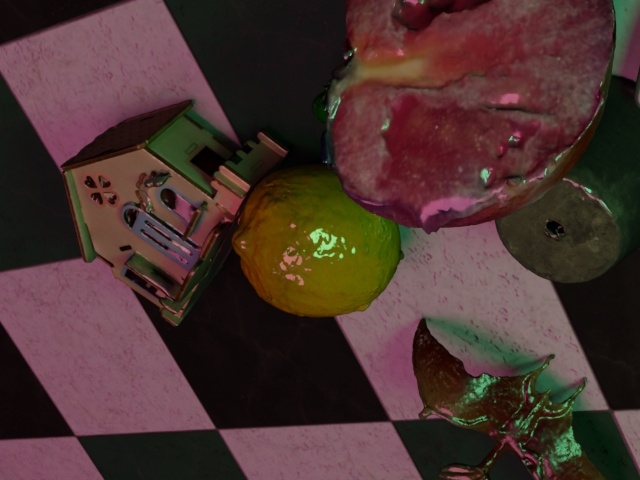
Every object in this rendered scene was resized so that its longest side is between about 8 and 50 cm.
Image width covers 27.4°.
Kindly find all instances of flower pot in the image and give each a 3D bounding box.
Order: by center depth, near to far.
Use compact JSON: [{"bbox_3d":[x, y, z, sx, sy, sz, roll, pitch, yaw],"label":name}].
[{"bbox_3d":[0.280,-0.049,1.435,0.235,0.148,0.235,19,132,22],"label":"flower pot"}]

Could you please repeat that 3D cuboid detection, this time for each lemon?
[{"bbox_3d":[0.000,0.000,1.628,0.231,0.192,0.192,5,142,-23],"label":"lemon"}]

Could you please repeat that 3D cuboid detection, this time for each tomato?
[{"bbox_3d":[0.169,-0.156,1.348,0.289,0.335,0.176,2,169,25],"label":"tomato"}]

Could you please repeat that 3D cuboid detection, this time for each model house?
[{"bbox_3d":[-0.221,-0.058,1.757,0.244,0.169,0.326,39,138,4],"label":"model house"}]

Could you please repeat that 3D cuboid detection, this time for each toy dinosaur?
[{"bbox_3d":[0.265,0.242,1.716,0.327,0.113,0.206,13,95,0],"label":"toy dinosaur"}]

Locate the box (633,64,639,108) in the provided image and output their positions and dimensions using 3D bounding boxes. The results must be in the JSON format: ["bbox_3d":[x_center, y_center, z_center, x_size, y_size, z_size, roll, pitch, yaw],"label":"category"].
[{"bbox_3d":[0.371,-0.182,1.334,0.091,0.031,0.126,20,124,19],"label":"box"}]

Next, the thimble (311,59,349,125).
[{"bbox_3d":[0.058,-0.171,1.511,0.090,0.118,0.130,42,157,-8],"label":"thimble"}]
